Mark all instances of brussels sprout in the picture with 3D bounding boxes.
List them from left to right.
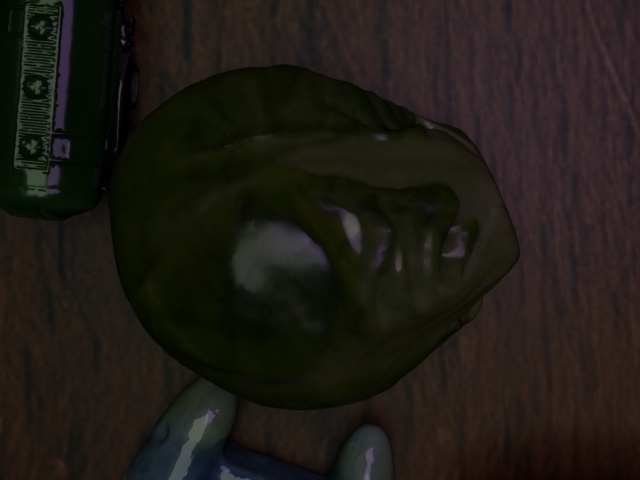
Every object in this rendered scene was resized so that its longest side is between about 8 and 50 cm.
[{"bbox_3d":[0.000,0.000,0.899,0.271,0.210,0.219,-10,71,-8],"label":"brussels sprout"}]

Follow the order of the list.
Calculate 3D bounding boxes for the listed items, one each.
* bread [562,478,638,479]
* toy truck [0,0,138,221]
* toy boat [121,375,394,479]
[{"bbox_3d":[0.256,0.325,0.937,0.328,0.148,0.337,-4,91,-1],"label":"bread"},{"bbox_3d":[-0.181,-0.136,0.936,0.101,0.125,0.242,5,93,3],"label":"toy truck"},{"bbox_3d":[-0.068,0.268,0.957,0.215,0.123,0.330,22,93,0],"label":"toy boat"}]
